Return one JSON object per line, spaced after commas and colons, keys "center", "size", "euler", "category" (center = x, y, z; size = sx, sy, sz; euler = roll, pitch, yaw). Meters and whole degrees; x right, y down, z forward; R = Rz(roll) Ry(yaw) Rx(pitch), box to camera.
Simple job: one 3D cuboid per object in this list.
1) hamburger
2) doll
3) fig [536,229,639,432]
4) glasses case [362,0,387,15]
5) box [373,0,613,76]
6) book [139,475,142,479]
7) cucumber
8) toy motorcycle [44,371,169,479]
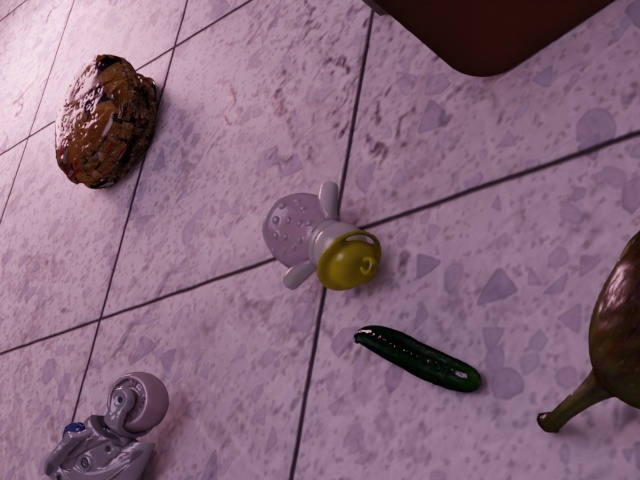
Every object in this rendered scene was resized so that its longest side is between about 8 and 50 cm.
{"center": [-0.356, -0.190, 1.781], "size": [0.231, 0.107, 0.231], "euler": [-23, 52, 33], "category": "hamburger"}
{"center": [0.000, 0.000, 1.197], "size": [0.207, 0.081, 0.129], "euler": [28, 96, 54], "category": "doll"}
{"center": [0.230, 0.085, 0.805], "size": [0.245, 0.149, 0.149], "euler": [-49, 34, 37], "category": "fig"}
{"center": [0.115, -0.382, 1.361], "size": [0.071, 0.047, 0.205], "euler": [2, 66, 52], "category": "glasses case"}
{"center": [0.203, -0.375, 1.074], "size": [0.339, 0.239, 0.229], "euler": [-32, 41, 35], "category": "box"}
{"center": [-0.282, 0.320, 1.382], "size": [0.172, 0.012, 0.118], "euler": [-16, 53, 46], "category": "book"}
{"center": [0.088, 0.109, 1.041], "size": [0.033, 0.036, 0.184], "euler": [-54, 34, -9], "category": "cucumber"}
{"center": [-0.265, 0.272, 1.314], "size": [0.254, 0.112, 0.112], "euler": [-53, 34, 8], "category": "toy motorcycle"}
